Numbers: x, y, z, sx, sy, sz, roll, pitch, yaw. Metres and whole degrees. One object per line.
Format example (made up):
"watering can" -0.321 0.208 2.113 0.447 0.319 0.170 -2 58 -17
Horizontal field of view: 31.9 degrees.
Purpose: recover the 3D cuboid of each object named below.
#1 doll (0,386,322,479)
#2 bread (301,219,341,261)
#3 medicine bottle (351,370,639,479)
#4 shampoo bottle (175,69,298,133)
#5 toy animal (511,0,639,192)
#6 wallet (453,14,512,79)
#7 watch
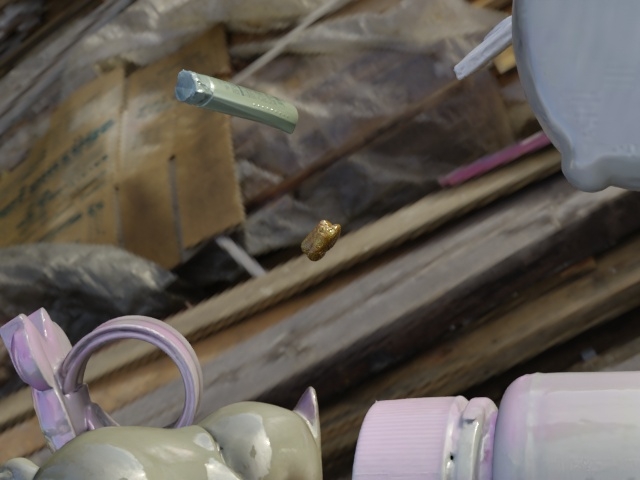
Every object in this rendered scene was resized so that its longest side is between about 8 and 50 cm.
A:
"doll" -0.156 0.296 1.245 0.370 0.215 0.226 -2 30 -31
"bread" 0.000 0.000 2.000 0.083 0.046 0.081 -42 -10 -38
"medicine bottle" 0.209 0.248 1.019 0.325 0.256 0.256 -5 41 18
"shampoo bottle" -0.127 -0.214 1.732 0.049 0.212 0.072 -58 45 20
"toy animal" 0.181 -0.117 0.489 0.140 0.138 0.282 24 34 25
"wallet" 0.233 -0.261 1.470 0.124 0.032 0.183 -40 1 21
"watch" -0.280 0.184 1.531 0.217 0.248 0.211 -21 2 -1
